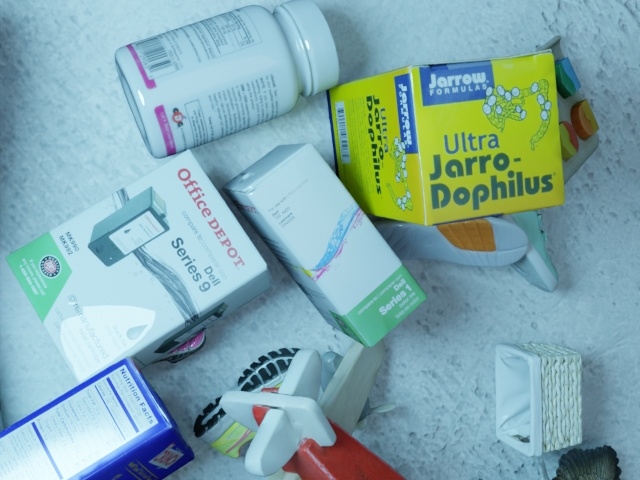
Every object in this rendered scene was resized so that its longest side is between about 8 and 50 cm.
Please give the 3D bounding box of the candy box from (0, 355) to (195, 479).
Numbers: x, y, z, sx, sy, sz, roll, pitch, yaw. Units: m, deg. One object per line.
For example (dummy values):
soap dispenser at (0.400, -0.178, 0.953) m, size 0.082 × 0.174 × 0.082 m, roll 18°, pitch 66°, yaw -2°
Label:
candy box at (-0.337, 0.307, 1.140) m, size 0.317 × 0.268 × 0.122 m, roll -30°, pitch 71°, yaw -13°

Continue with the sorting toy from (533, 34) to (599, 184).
sorting toy at (0.381, -0.206, 1.377) m, size 0.193 × 0.038 × 0.208 m, roll -38°, pitch 110°, yaw -46°

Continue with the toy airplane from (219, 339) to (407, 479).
toy airplane at (-0.010, 0.335, 1.226) m, size 0.386 × 0.272 × 0.385 m, roll -3°, pitch 76°, yaw -43°

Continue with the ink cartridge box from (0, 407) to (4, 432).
ink cartridge box at (-0.553, 0.172, 1.159) m, size 0.207 × 0.117 × 0.283 m, roll -9°, pitch 98°, yaw -14°

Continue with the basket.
basket at (0.359, 0.255, 1.430) m, size 0.103 × 0.113 × 0.167 m, roll -3°, pitch 96°, yaw -20°

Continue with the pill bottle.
pill bottle at (-0.128, -0.233, 1.216) m, size 0.283 × 0.160 × 0.160 m, roll -21°, pitch 101°, yaw -12°

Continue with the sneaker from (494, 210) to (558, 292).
sneaker at (0.349, -0.047, 1.406) m, size 0.151 × 0.094 × 0.256 m, roll -37°, pitch 105°, yaw -12°

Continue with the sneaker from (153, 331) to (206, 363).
sneaker at (-0.243, 0.156, 1.275) m, size 0.170 × 0.075 × 0.063 m, roll -14°, pitch 73°, yaw 6°

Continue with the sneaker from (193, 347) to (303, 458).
sneaker at (-0.088, 0.248, 1.326) m, size 0.208 × 0.081 × 0.094 m, roll -39°, pitch 112°, yaw -3°

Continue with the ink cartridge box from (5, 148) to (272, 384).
ink cartridge box at (-0.241, 0.042, 1.194) m, size 0.289 × 0.121 × 0.211 m, roll -33°, pitch 77°, yaw -9°

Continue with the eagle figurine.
eagle figurine at (0.410, 0.454, 1.419) m, size 0.298 × 0.225 × 0.226 m, roll 7°, pitch 95°, yaw -10°

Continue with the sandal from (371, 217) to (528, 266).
sandal at (0.189, -0.022, 1.354) m, size 0.265 × 0.076 × 0.102 m, roll 3°, pitch 136°, yaw 7°

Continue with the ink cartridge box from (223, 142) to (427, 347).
ink cartridge box at (0.000, 0.000, 1.254) m, size 0.117 × 0.201 × 0.278 m, roll -40°, pitch 104°, yaw -9°

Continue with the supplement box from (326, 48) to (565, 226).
supplement box at (0.156, -0.139, 1.204) m, size 0.194 × 0.356 × 0.195 m, roll -9°, pitch 98°, yaw -14°
